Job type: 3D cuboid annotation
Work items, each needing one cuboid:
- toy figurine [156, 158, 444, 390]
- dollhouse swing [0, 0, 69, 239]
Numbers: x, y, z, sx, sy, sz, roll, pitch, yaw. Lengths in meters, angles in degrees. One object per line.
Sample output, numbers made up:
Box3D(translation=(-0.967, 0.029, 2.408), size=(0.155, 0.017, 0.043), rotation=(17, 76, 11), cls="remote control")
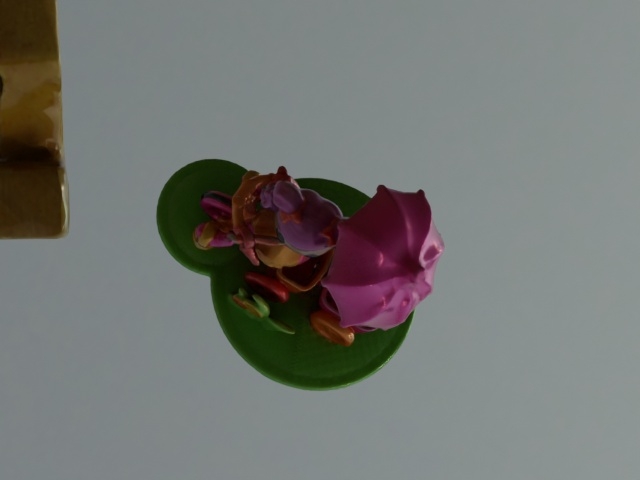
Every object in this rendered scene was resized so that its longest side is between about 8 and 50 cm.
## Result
Box3D(translation=(0.000, 0.000, 1.025), size=(0.173, 0.159, 0.130), rotation=(35, -108, -7), cls="toy figurine")
Box3D(translation=(-0.274, -0.182, 0.782), size=(0.305, 0.347, 0.315), rotation=(-3, -170, -9), cls="dollhouse swing")
